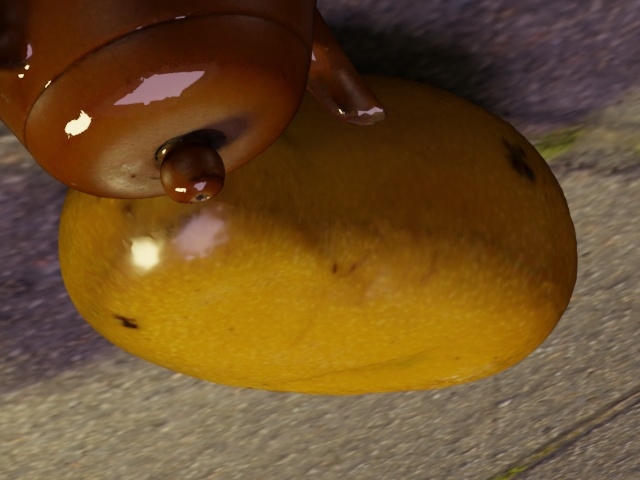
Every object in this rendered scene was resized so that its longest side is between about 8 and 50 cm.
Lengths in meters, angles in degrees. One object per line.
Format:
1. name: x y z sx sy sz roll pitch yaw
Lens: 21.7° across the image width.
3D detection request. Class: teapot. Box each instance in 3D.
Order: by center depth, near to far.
1. teapot: -0.052 -0.059 0.459 0.173 0.116 0.116 2 149 -42

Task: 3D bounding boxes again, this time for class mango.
1. mango: 0.000 -0.005 0.636 0.157 0.109 0.262 -22 155 29
